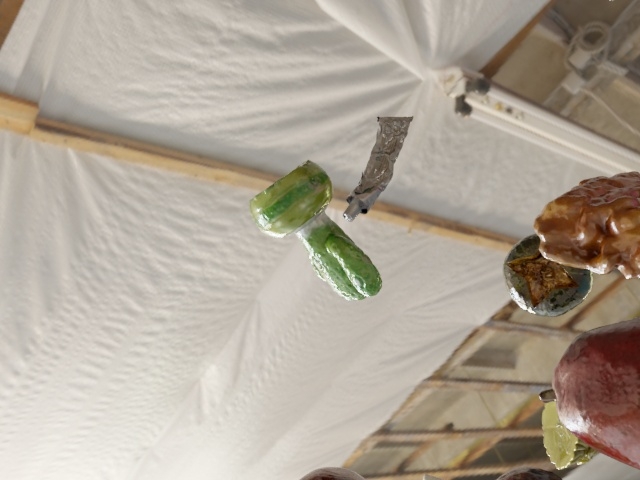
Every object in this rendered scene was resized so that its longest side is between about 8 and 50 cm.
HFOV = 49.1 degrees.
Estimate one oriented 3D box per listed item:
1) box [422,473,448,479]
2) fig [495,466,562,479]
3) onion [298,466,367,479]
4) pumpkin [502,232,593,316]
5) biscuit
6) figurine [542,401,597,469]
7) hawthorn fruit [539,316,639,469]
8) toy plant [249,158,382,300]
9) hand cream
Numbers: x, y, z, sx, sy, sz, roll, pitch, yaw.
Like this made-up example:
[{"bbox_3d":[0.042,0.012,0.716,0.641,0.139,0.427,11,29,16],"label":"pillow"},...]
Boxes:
[{"bbox_3d":[0.338,0.806,1.959,0.168,0.259,0.071,13,0,6],"label":"box"},{"bbox_3d":[0.406,0.551,1.334,0.224,0.224,0.263,11,-18,-40],"label":"fig"},{"bbox_3d":[0.048,0.487,1.168,0.161,0.248,0.248,-25,-35,16],"label":"onion"},{"bbox_3d":[0.616,0.094,1.905,0.238,0.238,0.159,-41,-25,20],"label":"pumpkin"},{"bbox_3d":[0.482,-0.015,0.934,0.318,0.312,0.111,-12,-71,-41],"label":"biscuit"},{"bbox_3d":[0.734,0.476,1.740,0.315,0.187,0.168,7,-45,-11],"label":"figurine"},{"bbox_3d":[0.535,0.264,1.210,0.307,0.265,0.265,-13,-23,40],"label":"hawthorn fruit"},{"bbox_3d":[0.000,0.000,1.482,0.184,0.316,0.224,-38,5,-20],"label":"toy plant"},{"bbox_3d":[0.112,-0.146,1.422,0.050,0.084,0.257,47,-120,-46],"label":"hand cream"}]
